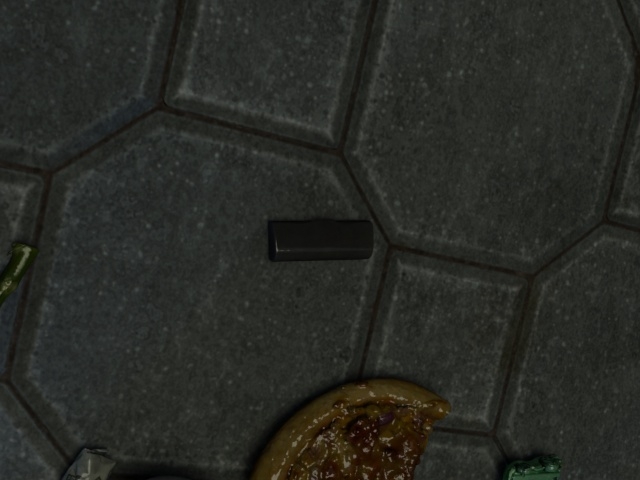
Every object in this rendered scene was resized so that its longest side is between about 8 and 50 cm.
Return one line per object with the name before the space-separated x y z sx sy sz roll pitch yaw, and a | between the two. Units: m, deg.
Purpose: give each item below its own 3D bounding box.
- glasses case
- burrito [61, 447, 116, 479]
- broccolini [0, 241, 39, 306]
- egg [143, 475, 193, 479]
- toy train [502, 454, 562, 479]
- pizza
glasses case | 0.001 0.000 1.496 0.190 0.042 0.072 -1 91 -23
burrito | -0.409 0.423 1.374 0.064 0.064 0.203 40 81 -23
broccolini | -0.561 0.164 1.280 0.074 0.079 0.392 33 77 -13
egg | -0.256 0.471 1.376 0.217 0.183 0.183 20 90 -33
toy train | 0.433 0.483 1.735 0.149 0.081 0.099 0 98 -17
pizza | 0.062 0.394 1.548 0.408 0.114 0.278 -12 97 -19
